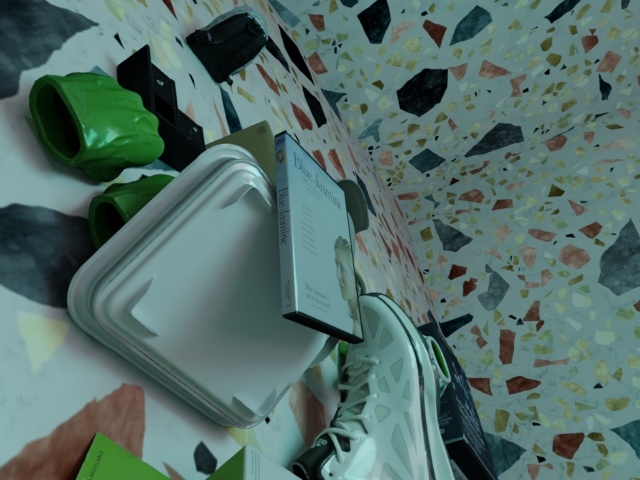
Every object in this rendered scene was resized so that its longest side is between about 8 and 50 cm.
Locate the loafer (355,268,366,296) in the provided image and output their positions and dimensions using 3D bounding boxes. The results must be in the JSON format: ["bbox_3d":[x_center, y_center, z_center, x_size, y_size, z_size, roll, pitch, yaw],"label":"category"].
[{"bbox_3d":[0.040,0.077,1.224,0.251,0.087,0.094,54,-4,-19],"label":"loafer"}]

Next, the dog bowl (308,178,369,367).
[{"bbox_3d":[-0.017,0.052,0.813,0.348,0.102,0.350,-41,137,-54],"label":"dog bowl"}]

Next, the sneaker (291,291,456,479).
[{"bbox_3d":[0.071,0.294,0.741,0.257,0.169,0.448,8,56,-33],"label":"sneaker"}]

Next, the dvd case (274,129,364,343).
[{"bbox_3d":[0.000,0.000,0.584,0.180,0.022,0.253,35,42,-53],"label":"dvd case"}]

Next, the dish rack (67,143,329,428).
[{"bbox_3d":[-0.098,0.078,0.559,0.286,0.072,0.333,-50,126,-20],"label":"dish rack"}]

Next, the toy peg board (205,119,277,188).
[{"bbox_3d":[-0.145,-0.126,0.859,0.079,0.160,0.162,56,13,-79],"label":"toy peg board"}]

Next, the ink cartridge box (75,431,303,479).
[{"bbox_3d":[-0.100,0.283,0.394,0.255,0.097,0.189,46,9,-20],"label":"ink cartridge box"}]

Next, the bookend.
[{"bbox_3d":[-0.266,-0.220,0.754,0.157,0.072,0.157,38,32,-56],"label":"bookend"}]

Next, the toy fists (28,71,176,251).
[{"bbox_3d":[-0.258,-0.085,0.574,0.280,0.096,0.142,65,28,-5],"label":"toy fists"}]

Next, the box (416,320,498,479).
[{"bbox_3d":[0.337,0.505,1.296,0.294,0.211,0.396,54,20,-30],"label":"box"}]

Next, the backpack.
[{"bbox_3d":[-0.218,-0.499,1.071,0.152,0.181,0.115,48,24,-40],"label":"backpack"}]

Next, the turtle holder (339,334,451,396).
[{"bbox_3d":[0.181,0.313,1.073,0.320,0.227,0.244,54,21,-32],"label":"turtle holder"}]
